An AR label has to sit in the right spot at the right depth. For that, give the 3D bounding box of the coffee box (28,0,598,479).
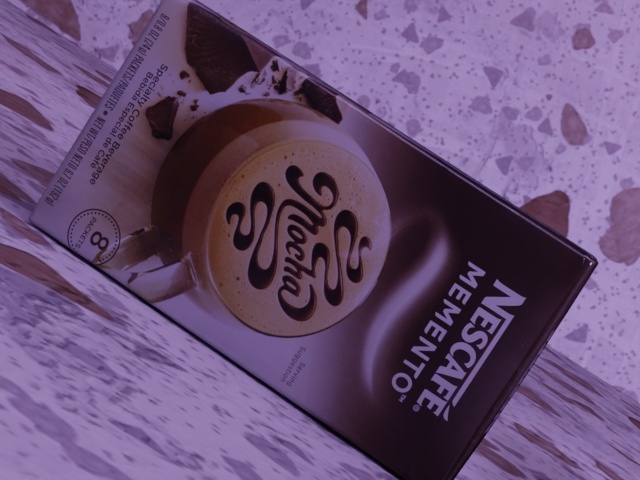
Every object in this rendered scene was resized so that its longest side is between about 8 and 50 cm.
[{"bbox_3d":[0.000,0.000,0.917,0.297,0.168,0.119,33,5,11],"label":"coffee box"}]
